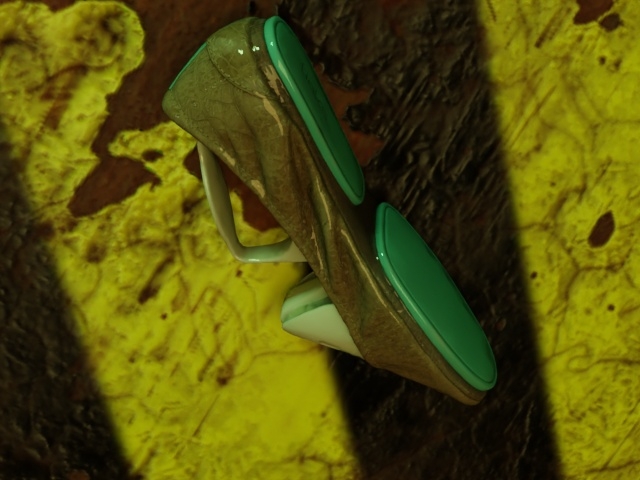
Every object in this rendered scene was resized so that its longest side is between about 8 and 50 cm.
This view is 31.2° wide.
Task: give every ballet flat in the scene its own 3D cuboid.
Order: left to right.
[{"bbox_3d":[0.000,0.000,0.840,0.124,0.116,0.342,-26,116,21],"label":"ballet flat"}]
